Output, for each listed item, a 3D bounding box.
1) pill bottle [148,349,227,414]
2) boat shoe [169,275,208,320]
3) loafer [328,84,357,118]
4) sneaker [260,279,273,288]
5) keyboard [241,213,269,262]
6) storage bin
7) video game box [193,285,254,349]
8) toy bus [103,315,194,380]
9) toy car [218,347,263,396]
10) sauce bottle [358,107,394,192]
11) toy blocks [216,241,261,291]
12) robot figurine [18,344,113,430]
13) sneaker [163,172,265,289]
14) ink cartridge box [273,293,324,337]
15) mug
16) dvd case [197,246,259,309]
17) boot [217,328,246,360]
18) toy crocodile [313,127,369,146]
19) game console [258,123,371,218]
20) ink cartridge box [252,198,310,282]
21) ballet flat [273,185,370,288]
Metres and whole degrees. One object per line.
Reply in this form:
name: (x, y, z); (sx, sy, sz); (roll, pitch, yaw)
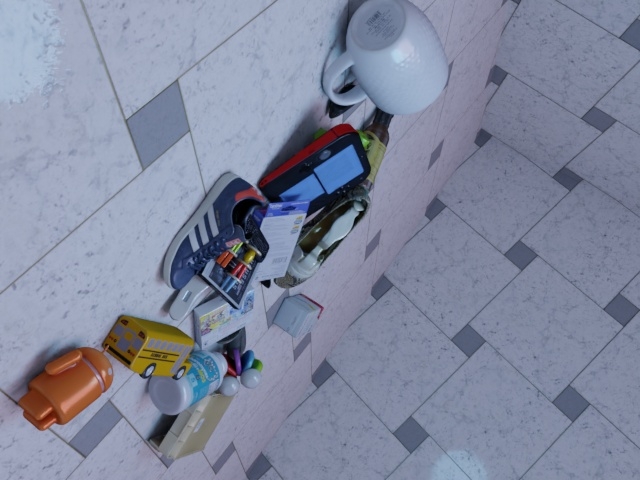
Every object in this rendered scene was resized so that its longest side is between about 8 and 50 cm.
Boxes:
pill bottle: (-0.410, 0.440, 1.897); (0.264, 0.146, 0.146); (-20, 137, -63)
boat shoe: (-0.370, 0.151, 1.703); (0.184, 0.066, 0.063); (-64, -168, -20)
loafer: (0.080, -0.454, 1.939); (0.170, 0.062, 0.061); (-40, 176, -37)
sneaker: (-0.172, 0.103, 2.123); (0.075, 0.057, 0.161); (-36, 149, -37)
keyboard: (-0.195, 0.003, 1.780); (0.100, 0.038, 0.192); (-64, 148, -27)
storage bin: (-0.449, 0.618, 2.105); (0.262, 0.123, 0.260); (-59, 161, 0)
video game box: (-0.311, 0.244, 1.927); (0.205, 0.048, 0.187); (-27, 149, -29)
toy bus: (-0.454, 0.299, 1.634); (0.130, 0.108, 0.333); (-59, 161, -5)
toy car: (-0.297, 0.445, 2.088); (0.181, 0.159, 0.136); (-17, 115, -7)
sauce bottle: (0.191, -0.349, 2.234); (0.111, 0.111, 0.345); (60, 49, -69)
toy blocks: (-0.248, 0.066, 1.681); (0.148, 0.054, 0.123); (-55, 137, -13)
robot figurine: (-0.569, 0.329, 1.357); (0.219, 0.128, 0.158); (-40, 111, -43)
sneaker: (-0.274, -0.003, 1.567); (0.350, 0.148, 0.131); (-58, 161, -1)
ink cartridge box: (-0.093, 0.320, 2.542); (0.128, 0.127, 0.176); (-63, 161, 12)
mug: (0.177, -0.538, 1.781); (0.374, 0.276, 0.328); (-31, 160, 14)
dvd case: (-0.263, 0.075, 1.748); (0.180, 0.029, 0.239); (-68, 150, -23)
boot: (-0.322, 0.364, 2.141); (0.189, 0.076, 0.209); (-37, 158, -44)
toy crocodile: (0.074, -0.332, 2.039); (0.115, 0.105, 0.340); (-46, 170, 26)
game console: (-0.002, -0.201, 1.922); (0.342, 0.060, 0.386); (-37, 160, 1)
ink cartridge box: (-0.157, -0.006, 1.926); (0.185, 0.065, 0.311); (-9, 132, -44)
ballet flat: (0.000, 0.000, 2.122); (0.483, 0.164, 0.182); (-48, -161, 6)
